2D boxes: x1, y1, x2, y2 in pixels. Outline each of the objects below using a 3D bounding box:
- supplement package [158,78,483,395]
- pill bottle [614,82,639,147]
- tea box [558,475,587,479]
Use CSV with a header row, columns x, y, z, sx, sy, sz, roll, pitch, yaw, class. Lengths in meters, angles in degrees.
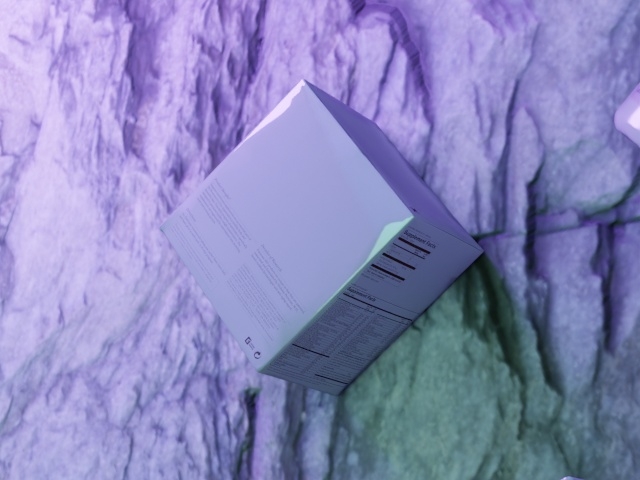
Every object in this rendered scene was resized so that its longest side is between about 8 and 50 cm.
x,y,z,sx,sy,sz,roll,pitch,yaw,class
0.000,0.000,1.485,0.203,0.149,0.194,-45,59,14,supplement package
0.393,-0.161,1.276,0.301,0.169,0.169,-51,58,10,pill bottle
0.154,0.351,1.190,0.323,0.329,0.220,-31,64,23,tea box
